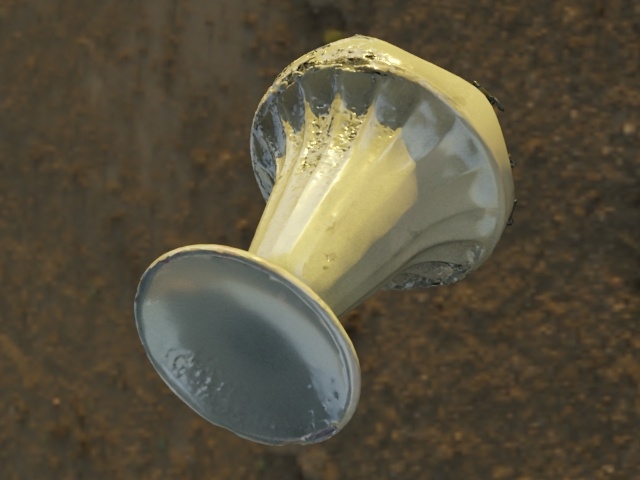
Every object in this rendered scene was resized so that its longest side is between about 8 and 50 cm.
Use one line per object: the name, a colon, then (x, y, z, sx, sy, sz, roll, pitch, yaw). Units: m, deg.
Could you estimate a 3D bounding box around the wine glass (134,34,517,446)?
wine glass: (0.000, 0.000, 0.846, 0.165, 0.196, 0.164, 17, 130, 21)
